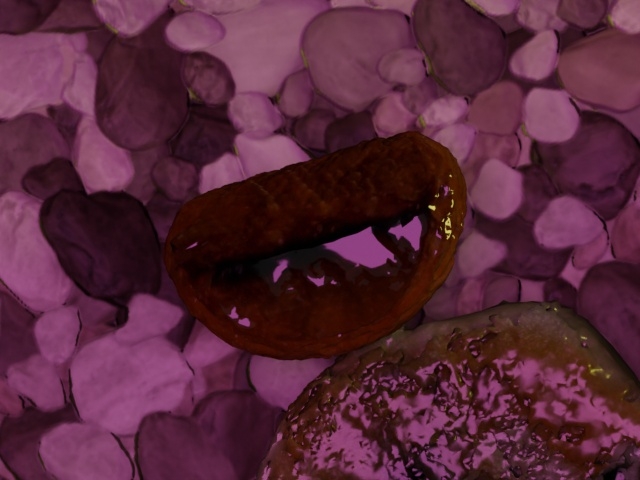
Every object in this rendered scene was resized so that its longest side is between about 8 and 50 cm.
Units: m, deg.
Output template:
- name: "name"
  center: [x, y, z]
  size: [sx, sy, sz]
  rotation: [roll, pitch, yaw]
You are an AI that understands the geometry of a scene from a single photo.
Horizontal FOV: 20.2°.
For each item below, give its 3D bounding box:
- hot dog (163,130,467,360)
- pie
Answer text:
- name: "hot dog"
  center: [-0.001, 0.001, 1.312]
  size: [0.227, 0.099, 0.160]
  rotation: [-9, 54, 13]
- name: "pie"
  center: [0.091, 0.214, 1.299]
  size: [0.296, 0.078, 0.371]
  rotation: [14, 87, 15]
